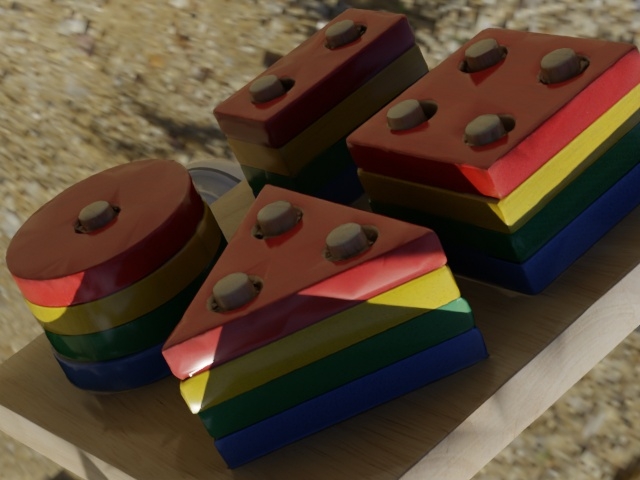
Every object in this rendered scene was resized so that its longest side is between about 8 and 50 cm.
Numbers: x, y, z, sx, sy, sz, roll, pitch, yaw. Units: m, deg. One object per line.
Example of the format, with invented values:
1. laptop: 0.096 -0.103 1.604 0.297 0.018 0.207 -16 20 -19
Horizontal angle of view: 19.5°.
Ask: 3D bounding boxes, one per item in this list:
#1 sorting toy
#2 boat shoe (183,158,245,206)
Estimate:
1. sorting toy: 0.000 0.000 0.779 0.255 0.257 0.089 -39 121 -24
2. boat shoe: -0.029 0.080 1.038 0.096 0.088 0.267 -21 88 20
